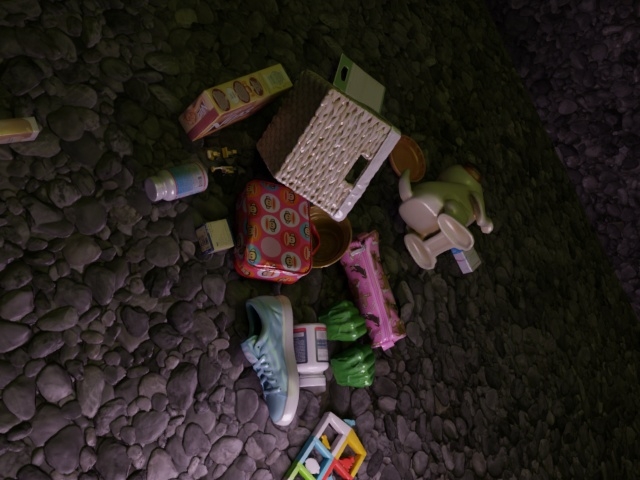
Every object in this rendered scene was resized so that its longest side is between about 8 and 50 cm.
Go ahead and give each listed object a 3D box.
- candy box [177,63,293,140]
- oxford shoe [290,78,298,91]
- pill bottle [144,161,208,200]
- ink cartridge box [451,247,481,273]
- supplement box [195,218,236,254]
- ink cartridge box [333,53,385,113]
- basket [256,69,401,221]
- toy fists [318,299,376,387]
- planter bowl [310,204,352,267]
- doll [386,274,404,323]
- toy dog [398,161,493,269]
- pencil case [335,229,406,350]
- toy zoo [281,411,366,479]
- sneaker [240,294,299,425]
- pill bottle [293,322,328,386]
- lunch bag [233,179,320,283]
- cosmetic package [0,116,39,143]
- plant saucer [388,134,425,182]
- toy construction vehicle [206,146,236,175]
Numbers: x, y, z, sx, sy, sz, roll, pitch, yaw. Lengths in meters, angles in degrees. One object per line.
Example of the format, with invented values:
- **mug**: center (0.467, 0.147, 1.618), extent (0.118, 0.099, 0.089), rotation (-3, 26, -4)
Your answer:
- **candy box**: center (-0.253, -0.419, 1.689), extent (0.316, 0.183, 0.087), rotation (-35, 96, -41)
- **oxford shoe**: center (-0.057, -0.436, 1.918), extent (0.098, 0.097, 0.271), rotation (32, 58, -35)
- **pill bottle**: center (-0.399, -0.160, 1.549), extent (0.160, 0.087, 0.087), rotation (-23, 91, -42)
- **ink cartridge box**: center (0.603, 0.063, 2.320), extent (0.088, 0.052, 0.122), rotation (-33, 96, -41)
- **supplement box**: center (-0.300, -0.010, 1.600), extent (0.083, 0.056, 0.083), rotation (-15, 85, -41)
- **ink cartridge box**: center (0.141, -0.581, 2.152), extent (0.235, 0.056, 0.171), rotation (29, 59, -26)
- **basket**: center (0.010, -0.295, 1.696), extent (0.266, 0.328, 0.331), rotation (27, 16, -28)
- **toy fists**: center (0.095, 0.323, 1.758), extent (0.096, 0.142, 0.279), rotation (-10, 83, -41)
- **planter bowl**: center (0.000, 0.000, 1.792), extent (0.090, 0.217, 0.217), rotation (65, 28, -65)
- **doll**: center (0.254, 0.216, 1.964), extent (0.129, 0.046, 0.189), rotation (-15, 87, -81)
- **toy dog**: center (0.482, -0.139, 2.179), extent (0.395, 0.284, 0.408), rotation (46, 48, 5)
- **pencil case**: center (0.168, 0.164, 1.854), extent (0.167, 0.160, 0.386), rotation (-11, 85, -54)
- **toy zoo**: center (0.029, 0.654, 1.668), extent (0.192, 0.030, 0.293), rotation (52, 51, -14)
- **sneaker**: center (-0.158, 0.331, 1.570), extent (0.150, 0.135, 0.366), rotation (7, 63, -30)
- **pill bottle**: center (-0.031, 0.342, 1.672), extent (0.108, 0.108, 0.180), rotation (9, 70, -37)
- **lunch bag**: center (-0.123, -0.023, 1.677), extent (0.258, 0.120, 0.293), rotation (11, 64, -25)
- **cosmetic package**: center (-0.736, -0.258, 1.323), extent (0.115, 0.060, 0.041), rotation (-19, 88, -40)
- **plant saucer**: center (0.341, -0.324, 2.243), extent (0.200, 0.037, 0.200), rotation (13, 69, -36)
- **toy construction vehicle**: center (-0.292, -0.243, 1.698), extent (0.098, 0.035, 0.086), rotation (-1, 76, -40)
